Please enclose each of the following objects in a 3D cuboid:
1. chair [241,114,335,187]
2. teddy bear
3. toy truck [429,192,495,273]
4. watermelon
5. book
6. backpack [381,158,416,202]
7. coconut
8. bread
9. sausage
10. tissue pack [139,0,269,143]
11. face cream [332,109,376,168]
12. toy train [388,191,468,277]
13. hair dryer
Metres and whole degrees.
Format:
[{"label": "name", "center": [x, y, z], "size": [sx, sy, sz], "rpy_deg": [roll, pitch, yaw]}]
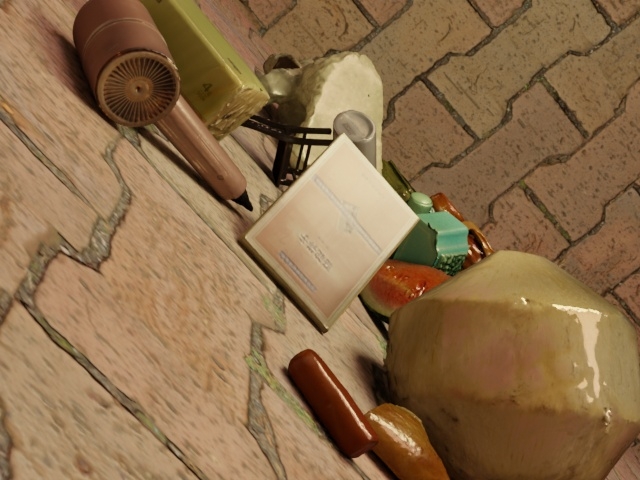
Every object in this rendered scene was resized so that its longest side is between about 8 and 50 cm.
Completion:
[{"label": "chair", "center": [-0.087, -0.155, 1.955], "size": [0.212, 0.101, 0.084], "rpy_deg": [8, 20, -11]}, {"label": "teddy bear", "center": [-0.028, -0.248, 2.427], "size": [0.327, 0.375, 0.362], "rpy_deg": [26, -24, -30]}, {"label": "toy truck", "center": [0.228, 0.052, 2.153], "size": [0.211, 0.204, 0.288], "rpy_deg": [44, 10, -44]}, {"label": "watermelon", "center": [0.145, 0.089, 1.831], "size": [0.245, 0.119, 0.063], "rpy_deg": [23, -15, 44]}, {"label": "book", "center": [0.018, -0.016, 1.526], "size": [0.170, 0.241, 0.018], "rpy_deg": [48, -35, -10]}, {"label": "backpack", "center": [0.171, -0.044, 2.484], "size": [0.253, 0.140, 0.207], "rpy_deg": [52, 7, -35]}, {"label": "coconut", "center": [0.257, 0.175, 1.532], "size": [0.352, 0.352, 0.352], "rpy_deg": [48, 10, -11]}, {"label": "bread", "center": [0.086, 0.227, 1.300], "size": [0.136, 0.054, 0.154], "rpy_deg": [37, 13, -42]}, {"label": "sausage", "center": [0.010, 0.171, 1.208], "size": [0.131, 0.039, 0.041], "rpy_deg": [52, 17, 21]}, {"label": "tissue pack", "center": [-0.199, -0.268, 1.685], "size": [0.234, 0.125, 0.159], "rpy_deg": [51, 10, 7]}, {"label": "face cream", "center": [0.065, -0.111, 2.082], "size": [0.269, 0.073, 0.107], "rpy_deg": [87, -18, -49]}, {"label": "toy train", "center": [0.157, 0.028, 1.941], "size": [0.112, 0.203, 0.163], "rpy_deg": [-10, 41, -44]}, {"label": "hair dryer", "center": [-0.186, -0.153, 1.472], "size": [0.344, 0.107, 0.189], "rpy_deg": [53, 3, -39]}]
